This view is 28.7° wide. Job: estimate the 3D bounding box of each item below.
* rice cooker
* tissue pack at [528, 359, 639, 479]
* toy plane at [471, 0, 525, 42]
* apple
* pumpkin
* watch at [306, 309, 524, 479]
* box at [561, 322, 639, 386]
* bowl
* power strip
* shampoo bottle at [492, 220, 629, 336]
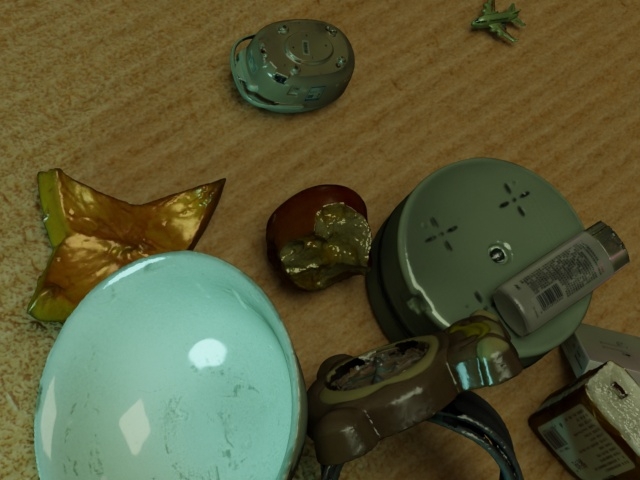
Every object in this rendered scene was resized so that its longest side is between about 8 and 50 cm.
[{"bbox_3d":[-0.042,-0.289,2.054,0.206,0.127,0.145,-6,69,-28],"label":"rice cooker"},{"bbox_3d":[0.431,0.294,1.892,0.092,0.226,0.183,-40,83,-26],"label":"tissue pack"},{"bbox_3d":[0.317,-0.398,2.258,0.111,0.040,0.102,-17,72,-22],"label":"toy plane"},{"bbox_3d":[-0.005,-0.004,1.931,0.158,0.156,0.147,-6,45,-7],"label":"apple"},{"bbox_3d":[-0.286,0.014,1.867,0.290,0.095,0.258,6,62,-18],"label":"pumpkin"},{"bbox_3d":[0.156,0.310,1.742,0.335,0.314,0.327,-22,100,4],"label":"watch"},{"bbox_3d":[0.465,0.193,2.009,0.129,0.051,0.130,13,25,-11],"label":"box"},{"bbox_3d":[-0.164,0.245,1.712,0.196,0.435,0.435,26,51,-56],"label":"bowl"},{"bbox_3d":[0.262,0.046,1.985,0.357,0.161,0.357,7,66,-16],"label":"power strip"},{"bbox_3d":[0.365,0.056,1.891,0.227,0.056,0.086,-31,84,-27],"label":"shampoo bottle"}]
